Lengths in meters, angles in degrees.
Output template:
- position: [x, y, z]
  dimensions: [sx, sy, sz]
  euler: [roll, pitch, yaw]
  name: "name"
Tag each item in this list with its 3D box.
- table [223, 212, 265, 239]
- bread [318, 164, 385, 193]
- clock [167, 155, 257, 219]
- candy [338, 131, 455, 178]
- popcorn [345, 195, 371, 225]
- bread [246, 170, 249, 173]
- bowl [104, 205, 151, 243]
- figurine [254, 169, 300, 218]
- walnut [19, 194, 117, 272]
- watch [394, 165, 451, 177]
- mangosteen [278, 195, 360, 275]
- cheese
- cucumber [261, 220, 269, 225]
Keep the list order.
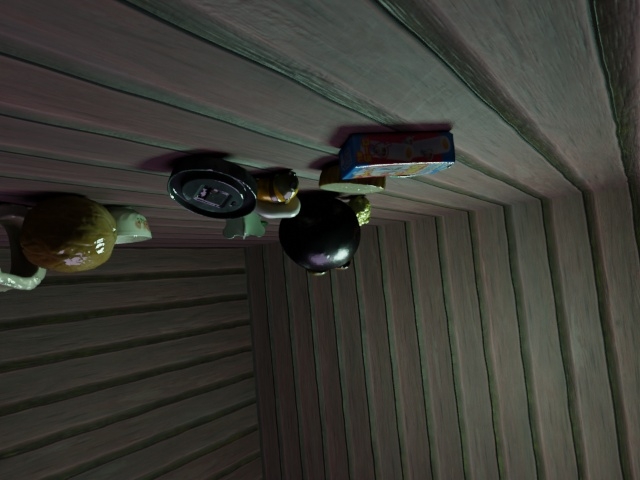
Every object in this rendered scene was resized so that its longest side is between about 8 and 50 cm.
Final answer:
- position: [-0.305, -0.107, 1.874]
  dimensions: [0.166, 0.199, 0.166]
  euler: [-5, 175, 0]
  name: "table"
- position: [0.110, -0.211, 1.655]
  dimensions: [0.235, 0.070, 0.236]
  euler: [4, 179, 0]
  name: "bread"
- position: [-0.329, -0.157, 1.477]
  dimensions: [0.280, 0.056, 0.281]
  euler: [4, 152, 2]
  name: "clock"
- position: [0.219, -0.248, 1.398]
  dimensions: [0.305, 0.100, 0.157]
  euler: [-6, 175, -12]
  name: "candy"
- position: [0.190, -0.152, 2.348]
  dimensions: [0.162, 0.136, 0.141]
  euler: [38, 142, -13]
  name: "popcorn"
- position: [-0.284, -0.196, 1.578]
  dimensions: [0.105, 0.082, 0.125]
  euler: [7, -173, 3]
  name: "bread"
- position: [-0.874, -0.067, 2.052]
  dimensions: [0.276, 0.145, 0.277]
  euler: [-4, 176, 0]
  name: "bowl"
- position: [-0.172, -0.183, 1.670]
  dimensions: [0.249, 0.167, 0.141]
  euler: [9, 148, -17]
  name: "figurine"
- position: [-0.922, -0.021, 1.754]
  dimensions: [0.332, 0.333, 0.333]
  euler: [-5, 175, 0]
  name: "walnut"
- position: [0.329, -0.256, 1.605]
  dimensions: [0.195, 0.068, 0.237]
  euler: [-3, 176, -36]
  name: "watch"
- position: [0.000, 0.000, 2.249]
  dimensions: [0.381, 0.435, 0.382]
  euler: [-2, -141, 2]
  name: "mangosteen"
- position: [-1.183, 0.035, 1.774]
  dimensions: [0.153, 0.333, 0.292]
  euler: [-7, -172, 16]
  name: "cheese"
- position: [-0.371, -0.101, 2.894]
  dimensions: [0.037, 0.037, 0.155]
  euler: [-9, 173, 41]
  name: "cucumber"
